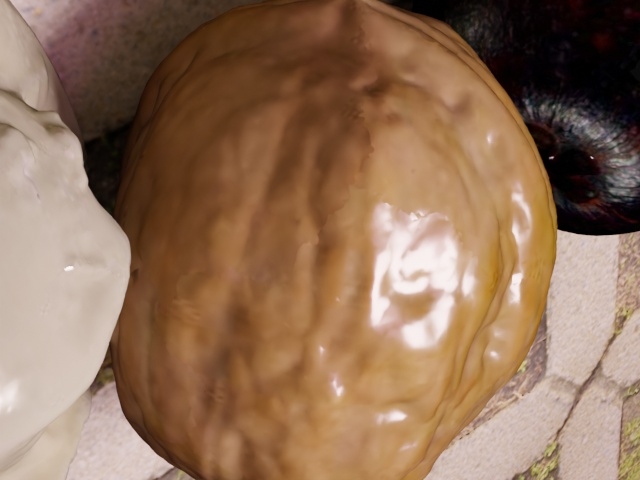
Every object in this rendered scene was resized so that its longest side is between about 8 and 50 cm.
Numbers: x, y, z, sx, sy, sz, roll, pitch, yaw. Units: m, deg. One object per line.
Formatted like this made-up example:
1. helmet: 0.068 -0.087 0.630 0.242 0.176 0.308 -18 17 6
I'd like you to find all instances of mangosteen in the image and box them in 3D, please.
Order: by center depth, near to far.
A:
1. mangosteen: 0.221 -0.154 1.064 0.300 0.300 0.300 -28 134 -34

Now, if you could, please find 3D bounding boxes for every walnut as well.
1. walnut: 0.003 0.001 0.915 0.306 0.306 0.344 -26 133 -36

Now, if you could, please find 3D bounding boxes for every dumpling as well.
1. dumpling: -0.222 -0.004 0.774 0.315 0.233 0.395 -62 143 -54
